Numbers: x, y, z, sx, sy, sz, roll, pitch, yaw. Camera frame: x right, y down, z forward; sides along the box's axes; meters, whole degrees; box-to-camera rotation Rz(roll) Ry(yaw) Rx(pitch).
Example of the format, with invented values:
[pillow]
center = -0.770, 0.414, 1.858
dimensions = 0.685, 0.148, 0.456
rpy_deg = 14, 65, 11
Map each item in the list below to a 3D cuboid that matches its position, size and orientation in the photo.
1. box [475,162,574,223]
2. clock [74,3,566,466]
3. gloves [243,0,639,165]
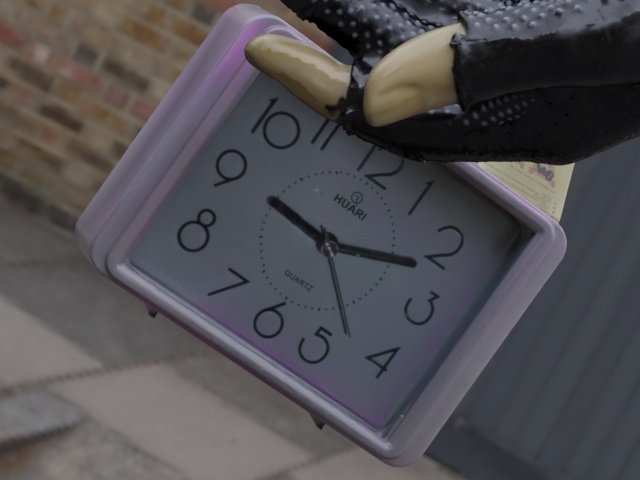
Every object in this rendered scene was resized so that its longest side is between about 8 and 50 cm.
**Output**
[box]
center = 0.139, -0.059, 1.268
dimensions = 0.073, 0.149, 0.020
rpy_deg = 31, -34, -17
[clock]
center = 0.000, 0.000, 0.894
dimensions = 0.197, 0.150, 0.063
rpy_deg = 35, 1, -16
[gloves]
center = 0.063, -0.077, 0.713
dimensions = 0.180, 0.129, 0.106
rpy_deg = -10, -38, 16
